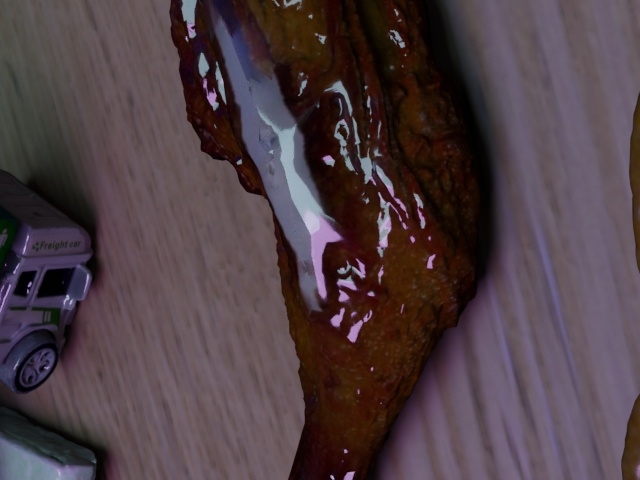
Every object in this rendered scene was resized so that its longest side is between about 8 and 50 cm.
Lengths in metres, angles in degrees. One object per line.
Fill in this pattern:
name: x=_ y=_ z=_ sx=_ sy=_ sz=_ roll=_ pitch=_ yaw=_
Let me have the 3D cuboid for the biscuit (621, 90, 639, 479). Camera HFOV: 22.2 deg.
biscuit: x=0.260 y=0.047 z=0.627 sx=0.350 sy=0.070 sz=0.394 roll=-36 pitch=76 yaw=34

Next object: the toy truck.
toy truck: x=-0.232 y=0.020 z=0.863 sx=0.114 sy=0.253 sz=0.124 roll=35 pitch=111 yaw=26

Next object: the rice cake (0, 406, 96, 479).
rice cake: x=-0.230 y=0.153 z=1.008 sx=0.237 sy=0.043 sz=0.127 roll=15 pitch=106 yaw=34

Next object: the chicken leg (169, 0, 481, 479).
chicken leg: x=0.000 y=0.000 z=0.795 sx=0.158 sy=0.096 sz=0.407 roll=-1 pitch=99 yaw=40
